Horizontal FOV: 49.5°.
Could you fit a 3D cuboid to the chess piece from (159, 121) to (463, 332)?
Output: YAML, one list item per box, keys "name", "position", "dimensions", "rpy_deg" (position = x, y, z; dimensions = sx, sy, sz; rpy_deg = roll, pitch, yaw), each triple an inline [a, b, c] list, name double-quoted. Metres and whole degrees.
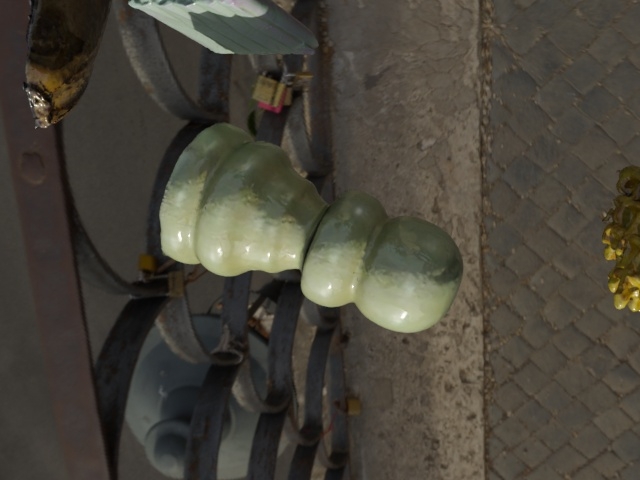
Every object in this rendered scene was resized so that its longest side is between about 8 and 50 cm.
- name: "chess piece"
  position: [0.000, 0.000, 0.797]
  dimensions: [0.330, 0.182, 0.182]
  rpy_deg: [23, 111, 13]

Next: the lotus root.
- name: "lotus root"
  position: [-0.316, -0.281, 0.910]
  dimensions: [0.078, 0.330, 0.167]
  rpy_deg: [1, 146, -4]

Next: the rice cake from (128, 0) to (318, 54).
- name: "rice cake"
  position: [-0.113, -0.268, 0.845]
  dimensions: [0.189, 0.198, 0.037]
  rpy_deg: [11, 91, 31]

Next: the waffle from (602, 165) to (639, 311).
- name: "waffle"
  position: [0.446, -0.030, 0.806]
  dimensions: [0.069, 0.260, 0.293]
  rpy_deg: [33, 145, -18]
